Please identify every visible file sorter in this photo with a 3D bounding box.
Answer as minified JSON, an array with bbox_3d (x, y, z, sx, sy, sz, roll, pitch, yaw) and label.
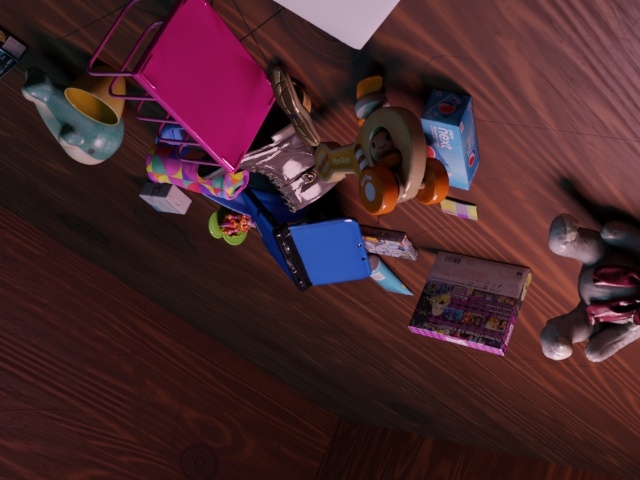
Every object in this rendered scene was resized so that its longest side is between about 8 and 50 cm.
[{"bbox_3d":[-0.259,-0.297,1.584,0.182,0.202,0.290,10,155,39],"label":"file sorter"}]

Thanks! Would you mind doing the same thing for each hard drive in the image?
[{"bbox_3d":[0.032,-0.405,1.214,0.203,0.040,0.307,29,160,-10],"label":"hard drive"}]

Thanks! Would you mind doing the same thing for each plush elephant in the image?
[{"bbox_3d":[0.594,0.107,1.524,0.330,0.271,0.255,4,-173,-31],"label":"plush elephant"}]

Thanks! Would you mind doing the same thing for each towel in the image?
[{"bbox_3d":[0.292,-0.068,1.784,0.083,0.009,0.060,16,157,22],"label":"towel"}]

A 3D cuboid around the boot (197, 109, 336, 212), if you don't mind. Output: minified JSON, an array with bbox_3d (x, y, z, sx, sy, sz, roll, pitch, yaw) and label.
[{"bbox_3d":[-0.098,-0.137,1.776,0.263,0.091,0.229,-26,133,7],"label":"boot"}]

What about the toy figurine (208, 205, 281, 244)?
[{"bbox_3d":[-0.179,-0.053,2.196,0.159,0.130,0.173,-4,-175,31],"label":"toy figurine"}]

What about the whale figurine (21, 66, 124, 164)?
[{"bbox_3d":[-0.576,-0.307,1.994,0.141,0.216,0.272,-29,129,17],"label":"whale figurine"}]

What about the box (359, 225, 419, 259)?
[{"bbox_3d":[0.164,0.006,2.086,0.137,0.027,0.094,10,156,34],"label":"box"}]

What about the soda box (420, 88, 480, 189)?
[{"bbox_3d":[0.234,-0.176,1.504,0.071,0.067,0.210,16,157,22],"label":"soda box"}]

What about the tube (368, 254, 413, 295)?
[{"bbox_3d":[0.179,0.105,2.290,0.080,0.052,0.207,16,164,35],"label":"tube"}]

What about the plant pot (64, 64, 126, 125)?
[{"bbox_3d":[-0.492,-0.337,1.900,0.134,0.095,0.134,23,159,9],"label":"plant pot"}]

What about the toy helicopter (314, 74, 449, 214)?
[{"bbox_3d":[0.078,-0.171,1.552,0.140,0.234,0.355,-12,-174,-27],"label":"toy helicopter"}]

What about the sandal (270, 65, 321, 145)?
[{"bbox_3d":[-0.041,-0.263,1.623,0.072,0.049,0.180,20,147,54],"label":"sandal"}]

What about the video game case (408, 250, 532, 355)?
[{"bbox_3d":[0.345,0.139,1.944,0.232,0.210,0.042,11,156,31],"label":"video game case"}]

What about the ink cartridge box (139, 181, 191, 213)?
[{"bbox_3d":[-0.447,-0.123,2.437,0.123,0.052,0.088,9,155,40],"label":"ink cartridge box"}]

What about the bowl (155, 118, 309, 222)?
[{"bbox_3d":[-0.196,-0.176,1.984,0.391,0.077,0.391,21,160,8],"label":"bowl"}]

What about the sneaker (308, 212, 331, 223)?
[{"bbox_3d":[0.000,0.000,2.193,0.125,0.104,0.262,35,151,1],"label":"sneaker"}]

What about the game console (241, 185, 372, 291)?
[{"bbox_3d":[-0.031,-0.015,2.026,0.250,0.173,0.293,50,169,30],"label":"game console"}]

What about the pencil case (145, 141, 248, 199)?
[{"bbox_3d":[-0.277,-0.156,1.879,0.237,0.104,0.104,14,157,28],"label":"pencil case"}]

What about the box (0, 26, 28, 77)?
[{"bbox_3d":[-0.812,-0.469,2.009,0.175,0.051,0.220,36,157,-26],"label":"box"}]
